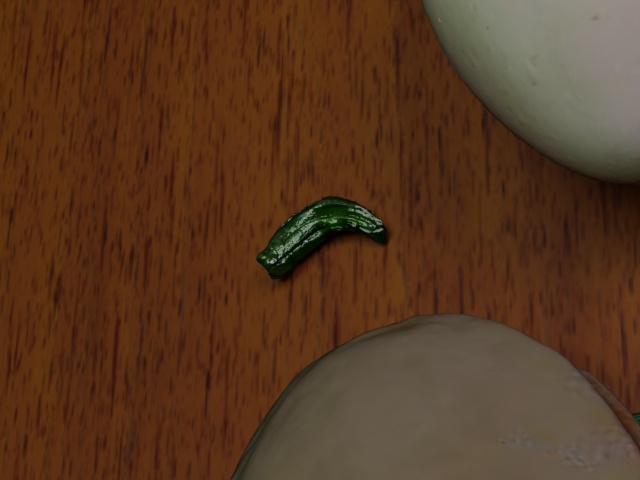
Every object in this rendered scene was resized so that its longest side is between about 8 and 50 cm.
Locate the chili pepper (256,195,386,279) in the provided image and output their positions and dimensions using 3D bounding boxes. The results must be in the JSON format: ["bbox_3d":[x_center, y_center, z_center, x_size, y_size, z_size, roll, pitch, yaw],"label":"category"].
[{"bbox_3d":[0.001,-0.007,1.531,0.118,0.035,0.055,-18,70,16],"label":"chili pepper"}]

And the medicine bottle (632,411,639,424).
[{"bbox_3d":[0.337,0.120,1.198,0.309,0.076,0.111,-15,59,30],"label":"medicine bottle"}]

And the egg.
[{"bbox_3d":[0.211,-0.202,1.315,0.283,0.283,0.345,-29,61,21],"label":"egg"}]

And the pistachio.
[{"bbox_3d":[0.083,0.242,1.204,0.365,0.281,0.445,-57,34,11],"label":"pistachio"}]
